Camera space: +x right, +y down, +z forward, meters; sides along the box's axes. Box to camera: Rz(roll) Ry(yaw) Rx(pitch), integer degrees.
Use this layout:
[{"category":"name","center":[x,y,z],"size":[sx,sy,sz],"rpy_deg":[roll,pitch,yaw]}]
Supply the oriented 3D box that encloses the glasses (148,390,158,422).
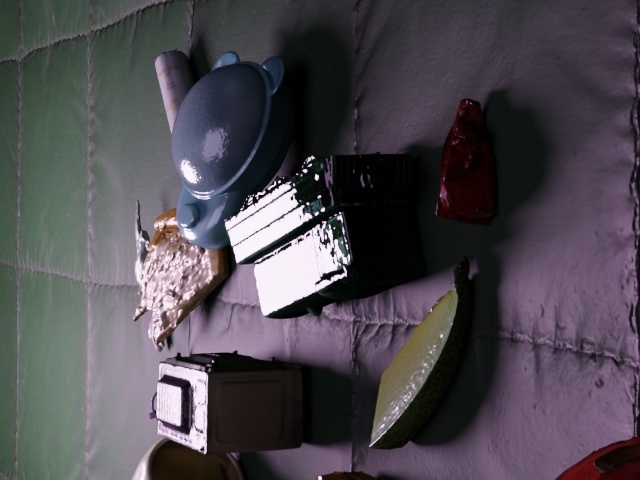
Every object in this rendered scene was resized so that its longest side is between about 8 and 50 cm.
[{"category":"glasses","center":[-0.203,0.248,1.903],"size":[0.104,0.140,0.062],"rpy_deg":[105,142,-82]}]

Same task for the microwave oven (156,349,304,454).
[{"category":"microwave oven","center":[-0.132,0.224,1.709],"size":[0.205,0.163,0.129],"rpy_deg":[-2,85,62]}]

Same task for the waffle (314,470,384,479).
[{"category":"waffle","center":[0.071,0.449,1.431],"size":[0.224,0.098,0.327],"rpy_deg":[-3,85,58]}]

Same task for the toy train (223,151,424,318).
[{"category":"toy train","center":[0.000,0.000,1.517],"size":[0.330,0.138,0.178],"rpy_deg":[-29,69,57]}]

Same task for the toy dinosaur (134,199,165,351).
[{"category":"toy dinosaur","center":[-0.297,0.051,2.086],"size":[0.242,0.053,0.167],"rpy_deg":[61,142,27]}]

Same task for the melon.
[{"category":"melon","center":[0.126,0.130,1.407],"size":[0.114,0.053,0.261],"rpy_deg":[-103,32,-55]}]

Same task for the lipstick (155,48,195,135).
[{"category":"lipstick","center":[-0.217,-0.189,1.952],"size":[0.059,0.059,0.264],"rpy_deg":[-49,49,48]}]

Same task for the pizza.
[{"category":"pizza","center":[-0.244,0.055,1.964],"size":[0.262,0.034,0.181],"rpy_deg":[-51,54,29]}]

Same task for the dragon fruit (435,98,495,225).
[{"category":"dragon fruit","center":[0.151,-0.090,1.327],"size":[0.097,0.063,0.131],"rpy_deg":[30,116,55]}]

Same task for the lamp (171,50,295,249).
[{"category":"lamp","center":[-0.134,-0.128,1.725],"size":[0.209,0.147,0.284],"rpy_deg":[20,108,55]}]

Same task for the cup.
[{"category":"cup","center":[-0.238,0.389,1.871],"size":[0.202,0.173,0.255],"rpy_deg":[-60,42,38]}]

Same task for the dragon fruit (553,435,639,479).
[{"category":"dragon fruit","center":[0.288,0.279,0.902],"size":[0.295,0.302,0.295],"rpy_deg":[163,90,-74]}]
